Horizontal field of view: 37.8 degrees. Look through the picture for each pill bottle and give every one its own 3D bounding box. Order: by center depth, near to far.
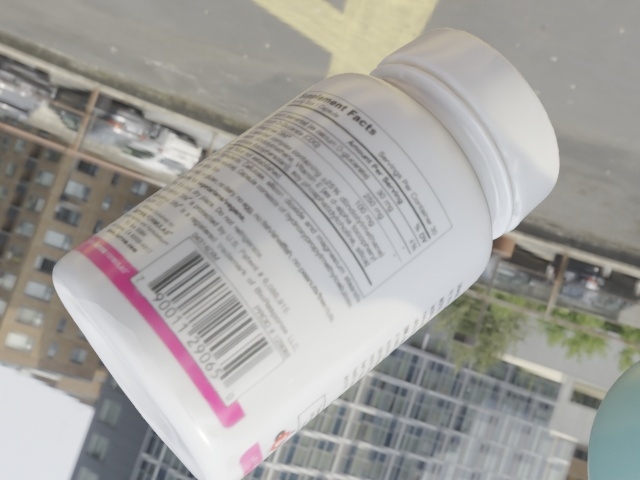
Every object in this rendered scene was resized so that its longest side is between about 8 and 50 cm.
[{"bbox_3d":[0.000,0.000,0.566,0.160,0.283,0.160,45,159,22],"label":"pill bottle"}]

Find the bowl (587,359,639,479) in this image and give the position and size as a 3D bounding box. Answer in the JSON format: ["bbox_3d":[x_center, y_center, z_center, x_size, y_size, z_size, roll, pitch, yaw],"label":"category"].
[{"bbox_3d":[0.387,0.177,0.738,0.311,0.312,0.163,18,146,9],"label":"bowl"}]
